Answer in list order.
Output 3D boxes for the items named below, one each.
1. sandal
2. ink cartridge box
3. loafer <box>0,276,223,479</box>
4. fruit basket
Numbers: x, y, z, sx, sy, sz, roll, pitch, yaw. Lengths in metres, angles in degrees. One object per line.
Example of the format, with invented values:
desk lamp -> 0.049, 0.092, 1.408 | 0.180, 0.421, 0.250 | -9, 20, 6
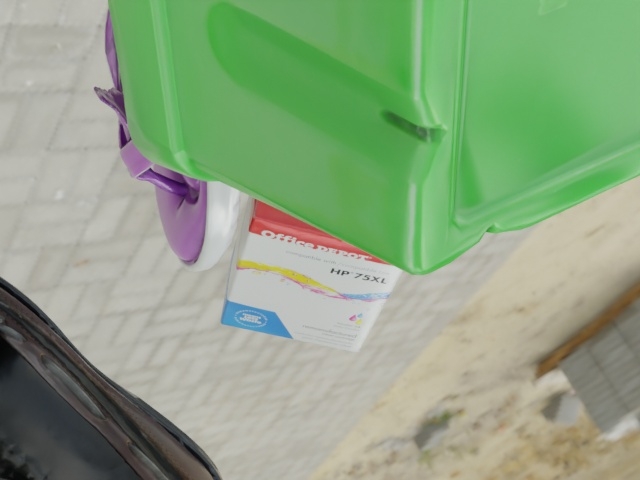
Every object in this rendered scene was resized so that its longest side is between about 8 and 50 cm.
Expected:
sandal -> -0.116, -0.134, 0.848 | 0.102, 0.169, 0.416 | -8, 142, -16
ink cartridge box -> 0.000, 0.000, 0.988 | 0.134, 0.078, 0.231 | 12, 147, -6
loafer -> -0.179, 0.087, 0.633 | 0.109, 0.302, 0.095 | -57, -174, -3
fruit basket -> 0.019, -0.225, 0.479 | 0.282, 0.392, 0.392 | -23, 153, -23
